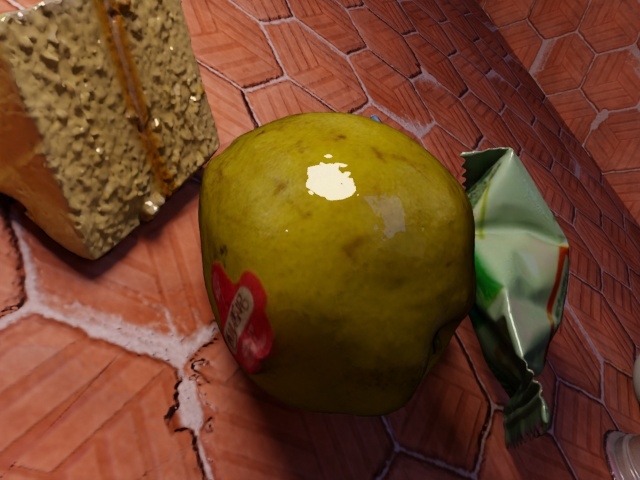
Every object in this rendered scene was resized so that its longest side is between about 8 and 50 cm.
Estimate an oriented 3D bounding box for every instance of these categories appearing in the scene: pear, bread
[{"bbox_3d":[0.000,0.000,0.562,0.287,0.287,0.375,0,36,-45],"label":"pear"},{"bbox_3d":[-0.259,-0.127,0.574,0.263,0.198,0.236,-58,137,-51],"label":"bread"}]

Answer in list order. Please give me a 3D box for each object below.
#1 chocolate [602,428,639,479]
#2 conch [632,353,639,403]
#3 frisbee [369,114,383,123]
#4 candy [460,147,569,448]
[{"bbox_3d":[0.626,0.407,0.917,0.221,0.147,0.221,30,38,-27],"label":"chocolate"},{"bbox_3d":[0.755,0.337,1.127,0.185,0.121,0.221,14,54,-41],"label":"conch"},{"bbox_3d":[0.153,-0.115,0.923,0.242,0.045,0.242,48,14,-16],"label":"frisbee"},{"bbox_3d":[0.272,0.086,0.760,0.263,0.172,0.397,55,37,-55],"label":"candy"}]
